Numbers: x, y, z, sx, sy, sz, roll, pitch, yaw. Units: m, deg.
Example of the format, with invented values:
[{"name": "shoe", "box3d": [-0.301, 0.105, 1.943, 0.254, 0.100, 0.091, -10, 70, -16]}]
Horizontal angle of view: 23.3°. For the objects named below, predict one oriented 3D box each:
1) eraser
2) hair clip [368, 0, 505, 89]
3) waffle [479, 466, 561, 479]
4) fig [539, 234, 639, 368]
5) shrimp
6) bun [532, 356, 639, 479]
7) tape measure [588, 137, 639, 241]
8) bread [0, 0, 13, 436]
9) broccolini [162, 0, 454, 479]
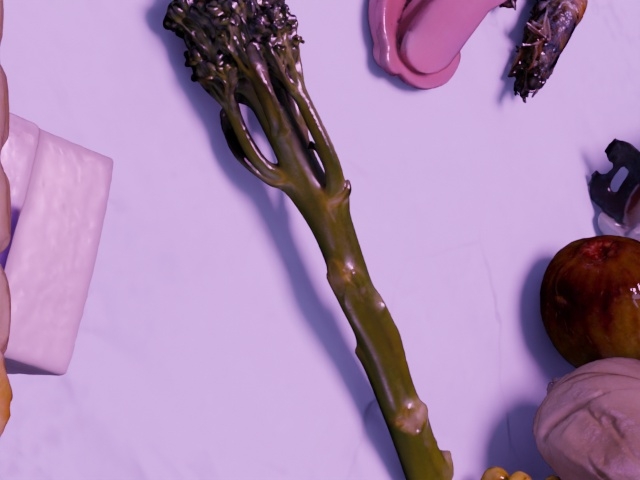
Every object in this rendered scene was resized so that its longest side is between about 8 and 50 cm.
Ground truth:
[{"name": "eraser", "box3d": [-0.234, -0.026, 0.732, 0.279, 0.081, 0.124, 23, 71, -42]}, {"name": "hair clip", "box3d": [0.076, -0.183, 1.106, 0.123, 0.102, 0.138, 29, 98, -38]}, {"name": "waffle", "box3d": [0.137, 0.311, 1.095, 0.260, 0.069, 0.293, 34, 64, -35]}, {"name": "fig", "box3d": [0.226, 0.067, 1.185, 0.103, 0.109, 0.154, -23, 122, -2]}, {"name": "shrimp", "box3d": [0.163, -0.176, 1.197, 0.091, 0.034, 0.161, 39, 53, -23]}, {"name": "bun", "box3d": [0.242, 0.149, 1.104, 0.173, 0.113, 0.166, 29, 22, -21]}, {"name": "tape measure", "box3d": [0.376, -0.014, 1.286, 0.246, 0.125, 0.243, 45, 43, 18]}, {"name": "bread", "box3d": [-0.206, -0.052, 0.616, 0.173, 0.121, 0.311, 3, 86, -48]}, {"name": "broccolini", "box3d": [0.005, -0.002, 1.007, 0.074, 0.079, 0.392, -53, 130, -48]}]
